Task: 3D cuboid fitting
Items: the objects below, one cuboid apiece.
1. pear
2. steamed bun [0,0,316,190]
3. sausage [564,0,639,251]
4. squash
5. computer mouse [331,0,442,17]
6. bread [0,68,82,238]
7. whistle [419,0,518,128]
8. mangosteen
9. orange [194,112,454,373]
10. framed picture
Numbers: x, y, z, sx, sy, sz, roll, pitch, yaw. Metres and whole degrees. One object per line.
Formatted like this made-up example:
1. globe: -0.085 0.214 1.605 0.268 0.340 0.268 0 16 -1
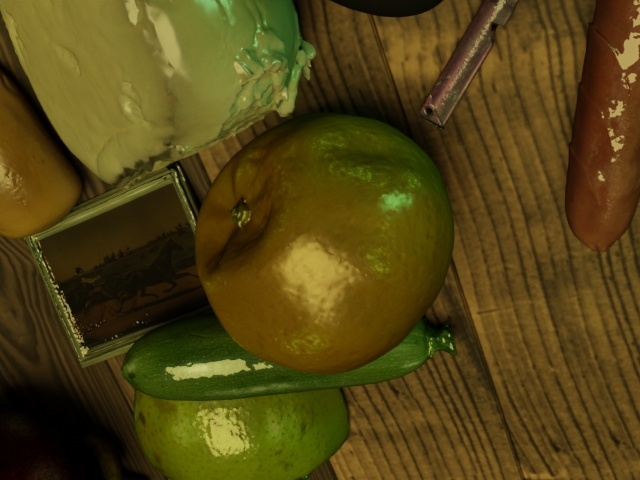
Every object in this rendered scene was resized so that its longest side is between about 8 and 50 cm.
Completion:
1. pear: -0.126 0.189 1.302 0.288 0.139 0.239 -3 108 16
2. steamed bun: -0.152 -0.228 0.981 0.334 0.233 0.312 -3 112 57
3. sausage: 0.299 -0.181 1.000 0.088 0.088 0.433 10 120 9
4. squash: -0.036 0.126 1.208 0.395 0.107 0.107 -4 120 -5
5. computer mouse: 0.009 -0.305 0.986 0.269 0.086 0.137 38 137 -7
6. bread: -0.387 -0.096 1.219 0.147 0.098 0.217 -27 109 30
7. whistle: 0.154 -0.191 1.061 0.033 0.033 0.176 28 123 -2
8. mangosteen: -0.411 0.351 1.390 0.297 0.293 0.297 40 158 19
9. orange: 0.000 0.000 1.069 0.235 0.279 0.279 30 125 -30
10. framed picture: -0.239 0.036 1.270 0.252 0.014 0.197 -21 94 24
